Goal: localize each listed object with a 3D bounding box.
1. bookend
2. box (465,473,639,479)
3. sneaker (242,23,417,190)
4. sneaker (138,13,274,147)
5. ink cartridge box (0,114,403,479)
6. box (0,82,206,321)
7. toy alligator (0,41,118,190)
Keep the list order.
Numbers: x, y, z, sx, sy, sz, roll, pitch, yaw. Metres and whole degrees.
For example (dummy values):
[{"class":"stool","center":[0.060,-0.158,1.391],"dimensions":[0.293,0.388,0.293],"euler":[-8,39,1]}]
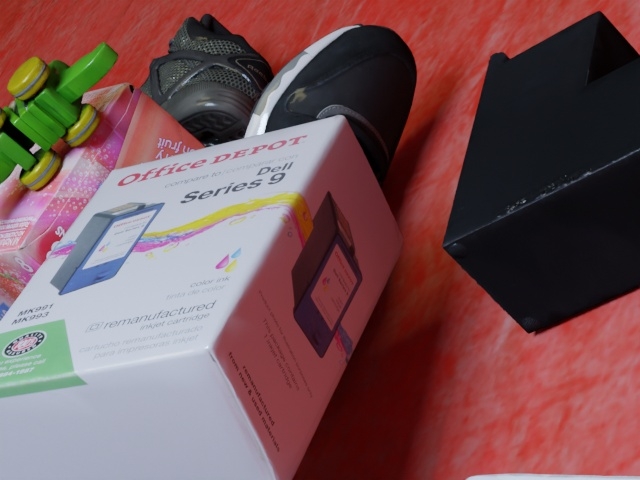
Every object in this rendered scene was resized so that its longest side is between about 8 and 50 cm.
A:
[{"class":"bookend","center":[0.154,-0.055,0.941],"dimensions":[0.156,0.072,0.157],"euler":[-28,30,35]},{"class":"box","center":[0.126,0.163,0.523],"dimensions":[0.182,0.181,0.119],"euler":[-8,46,54]},{"class":"sneaker","center":[0.000,0.000,1.112],"dimensions":[0.124,0.107,0.283],"euler":[15,68,47]},{"class":"sneaker","center":[-0.123,-0.093,1.444],"dimensions":[0.227,0.087,0.130],"euler":[-23,32,37]},{"class":"ink cartridge box","center":[-0.066,0.038,0.943],"dimensions":[0.154,0.093,0.212],"euler":[-11,27,28]},{"class":"box","center":[-0.184,0.002,1.314],"dimensions":[0.300,0.154,0.142],"euler":[-4,48,56]},{"class":"toy alligator","center":[-0.198,-0.057,1.172],"dimensions":[0.190,0.056,0.051],"euler":[-46,25,6]}]
